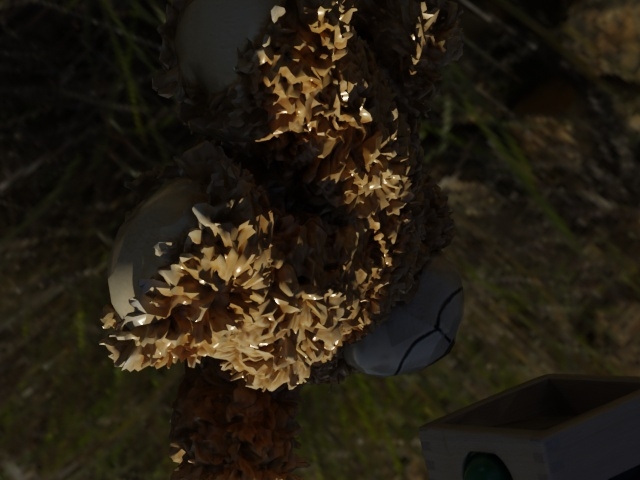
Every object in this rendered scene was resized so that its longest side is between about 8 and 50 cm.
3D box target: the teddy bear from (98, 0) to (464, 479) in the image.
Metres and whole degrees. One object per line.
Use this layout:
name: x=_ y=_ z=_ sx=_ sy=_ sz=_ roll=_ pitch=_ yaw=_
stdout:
teddy bear: x=0.000 y=0.000 z=0.662 sx=0.338 sy=0.113 sz=0.245 roll=80 pitch=25 yaw=-60

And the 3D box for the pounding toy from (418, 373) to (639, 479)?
pounding toy: x=0.123 y=0.145 z=0.885 sx=0.141 sy=0.130 sz=0.100 roll=-17 pitch=97 yaw=-34
